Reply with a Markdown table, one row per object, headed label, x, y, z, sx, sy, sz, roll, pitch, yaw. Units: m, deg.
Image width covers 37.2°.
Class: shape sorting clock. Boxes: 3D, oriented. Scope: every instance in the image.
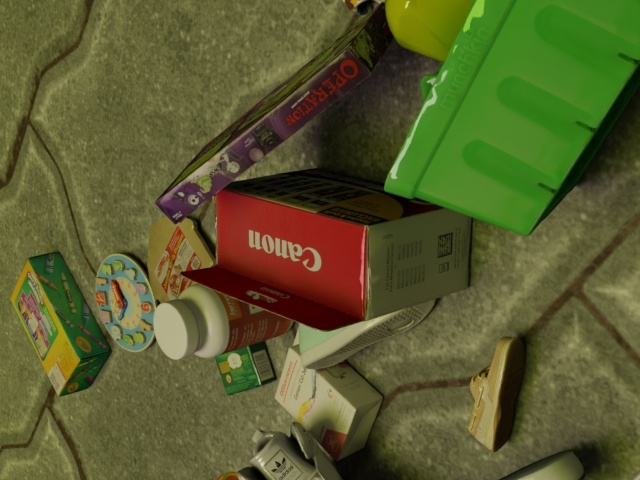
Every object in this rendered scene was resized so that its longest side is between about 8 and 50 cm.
| label | x | y | z | sx | sy | sz | roll | pitch | yaw |
| --- | --- | --- | --- | --- | --- | --- | --- | --- | --- |
| shape sorting clock | -0.398 | 0.128 | 1.935 | 0.206 | 0.040 | 0.206 | 16 | 113 | 44 |

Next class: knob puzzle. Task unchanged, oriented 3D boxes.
| label | x | y | z | sx | sy | sz | roll | pitch | yaw |
| --- | --- | --- | --- | --- | --- | --- | --- | --- | --- |
| knob puzzle | -0.264 | 0.036 | 1.769 | 0.213 | 0.030 | 0.213 | 1 | 91 | 48 |

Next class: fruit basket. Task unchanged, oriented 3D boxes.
| label | x | y | z | sx | sy | sz | roll | pitch | yaw |
| --- | --- | --- | --- | --- | --- | --- | --- | --- | --- |
| fruit basket | 0.180 | -0.243 | 1.056 | 0.392 | 0.283 | 0.392 | 14 | 119 | 27 |

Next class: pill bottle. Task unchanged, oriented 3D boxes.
| label | x | y | z | sx | sy | sz | roll | pitch | yaw |
| --- | --- | --- | --- | --- | --- | --- | --- | --- | --- |
| pill bottle | -0.154 | 0.120 | 1.532 | 0.121 | 0.216 | 0.121 | 16 | 113 | 44 |

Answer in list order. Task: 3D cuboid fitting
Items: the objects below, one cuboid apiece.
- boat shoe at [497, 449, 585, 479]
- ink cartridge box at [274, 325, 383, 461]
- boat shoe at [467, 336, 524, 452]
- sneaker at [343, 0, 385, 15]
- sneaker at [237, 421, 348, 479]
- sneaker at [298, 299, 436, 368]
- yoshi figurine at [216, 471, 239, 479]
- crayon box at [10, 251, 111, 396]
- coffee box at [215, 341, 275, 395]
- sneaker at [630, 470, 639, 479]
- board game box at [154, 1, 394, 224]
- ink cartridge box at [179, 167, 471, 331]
| label | x | y | z | sx | sy | sz | roll | pitch | yaw |
| --- | --- | --- | --- | --- | --- | --- | --- | --- | --- |
| boat shoe | 0.241 | 0.402 | 1.241 | 0.156 | 0.136 | 0.367 | 60 | 139 | 17 |
| ink cartridge box | -0.003 | 0.238 | 1.511 | 0.198 | 0.067 | 0.115 | 40 | 128 | 33 |
| boat shoe | 0.225 | 0.198 | 1.254 | 0.059 | 0.063 | 0.170 | 23 | 118 | 35 |
| sneaker | 0.039 | -0.354 | 1.300 | 0.185 | 0.069 | 0.084 | 25 | 117 | 43 |
| sneaker | -0.010 | 0.395 | 1.375 | 0.210 | 0.137 | 0.366 | 49 | 177 | -15 |
| sneaker | 0.049 | 0.079 | 1.397 | 0.256 | 0.094 | 0.151 | -30 | 64 | 38 |
| yoshi figurine | -0.178 | 0.578 | 1.711 | 0.203 | 0.203 | 0.362 | 48 | 135 | 19 |
| crayon box | -0.586 | 0.186 | 2.126 | 0.278 | 0.081 | 0.165 | 57 | 135 | 20 |
| coffee box | -0.150 | 0.173 | 1.675 | 0.113 | 0.040 | 0.184 | -26 | 82 | 48 |
| sneaker | 0.444 | 0.280 | 0.991 | 0.180 | 0.124 | 0.321 | 55 | 135 | 23 |
| board game box | -0.055 | -0.166 | 1.245 | 0.347 | 0.208 | 0.056 | -34 | 109 | 29 |
| ink cartridge box | 0.000 | 0.000 | 1.289 | 0.309 | 0.272 | 0.130 | 16 | 111 | 44 |
